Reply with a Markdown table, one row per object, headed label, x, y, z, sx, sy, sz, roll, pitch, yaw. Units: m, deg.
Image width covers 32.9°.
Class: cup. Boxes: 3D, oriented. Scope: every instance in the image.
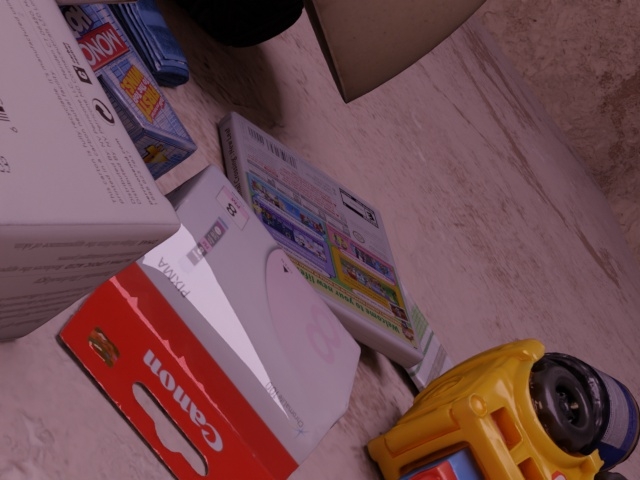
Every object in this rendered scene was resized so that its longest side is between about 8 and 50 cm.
| label | x | y | z | sx | sy | sz | roll | pitch | yaw |
| --- | --- | --- | --- | --- | --- | --- | --- | --- | --- |
| cup | 0.073 | -0.331 | 1.049 | 0.331 | 0.237 | 0.331 | -22 | 90 | -88 |

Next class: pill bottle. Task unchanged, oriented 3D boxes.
| label | x | y | z | sx | sy | sz | roll | pitch | yaw |
| --- | --- | --- | --- | --- | --- | --- | --- | --- | --- |
| pill bottle | 0.275 | 0.193 | 1.223 | 0.219 | 0.123 | 0.123 | 27 | 36 | -55 |

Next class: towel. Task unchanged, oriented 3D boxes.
| label | x | y | z | sx | sy | sz | roll | pitch | yaw |
| --- | --- | --- | --- | --- | --- | --- | --- | --- | --- |
| towel | -0.152 | -0.187 | 0.920 | 0.119 | 0.029 | 0.067 | 60 | 19 | 8 |
| towel | 0.093 | 0.110 | 1.074 | 0.152 | 0.023 | 0.113 | 58 | 21 | -5 |

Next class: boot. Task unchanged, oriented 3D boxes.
| label | x | y | z | sx | sy | sz | roll | pitch | yaw |
| --- | --- | --- | --- | --- | --- | --- | --- | --- | --- |
| boot | -0.135 | -0.357 | 1.022 | 0.348 | 0.131 | 0.260 | 61 | 8 | -74 |

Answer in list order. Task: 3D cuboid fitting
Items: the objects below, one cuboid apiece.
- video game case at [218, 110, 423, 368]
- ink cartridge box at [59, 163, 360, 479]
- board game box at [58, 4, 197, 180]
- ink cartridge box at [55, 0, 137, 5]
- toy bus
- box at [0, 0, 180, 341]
| label | x | y | z | sx | sy | sz | roll | pitch | yaw |
| --- | --- | --- | --- | --- | --- | --- | --- | --- | --- |
| video game case | 0.000 | 0.000 | 0.976 | 0.212 | 0.023 | 0.193 | 33 | 30 | -38 |
| ink cartridge box | -0.057 | 0.067 | 0.722 | 0.189 | 0.066 | 0.232 | 53 | 16 | -13 |
| board game box | -0.171 | -0.108 | 0.706 | 0.194 | 0.060 | 0.194 | 52 | 20 | -12 |
| ink cartridge box | -0.182 | -0.298 | 0.644 | 0.273 | 0.197 | 0.114 | 41 | 23 | 9 |
| toy bus | 0.139 | 0.214 | 0.858 | 0.211 | 0.149 | 0.220 | -21 | 81 | -57 |
| box | -0.187 | -0.050 | 0.488 | 0.181 | 0.119 | 0.182 | 61 | 19 | 10 |
